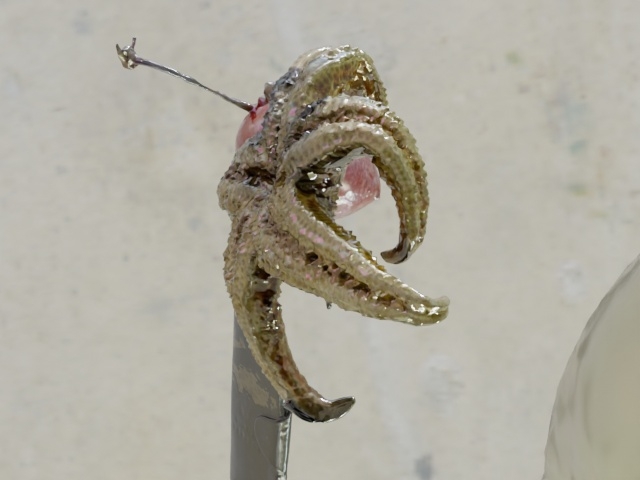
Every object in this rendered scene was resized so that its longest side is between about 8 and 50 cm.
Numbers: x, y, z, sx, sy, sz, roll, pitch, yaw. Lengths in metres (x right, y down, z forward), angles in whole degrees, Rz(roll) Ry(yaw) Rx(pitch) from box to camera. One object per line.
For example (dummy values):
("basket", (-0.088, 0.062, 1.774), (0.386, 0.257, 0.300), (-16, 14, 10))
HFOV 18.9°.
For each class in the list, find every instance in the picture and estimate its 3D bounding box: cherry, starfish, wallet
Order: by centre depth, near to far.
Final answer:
("starfish", (0.001, 0.001, 0.855), (0.074, 0.190, 0.146), (18, 112, -21))
("wallet", (-0.044, 0.128, 1.391), (0.018, 0.082, 0.157), (-11, 121, -25))
("cherry", (-0.050, -0.093, 1.457), (0.225, 0.090, 0.107), (36, 29, -3))

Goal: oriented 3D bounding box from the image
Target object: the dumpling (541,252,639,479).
("dumpling", (0.239, 0.050, 0.645), (0.315, 0.395, 0.233), (7, 49, -43))
